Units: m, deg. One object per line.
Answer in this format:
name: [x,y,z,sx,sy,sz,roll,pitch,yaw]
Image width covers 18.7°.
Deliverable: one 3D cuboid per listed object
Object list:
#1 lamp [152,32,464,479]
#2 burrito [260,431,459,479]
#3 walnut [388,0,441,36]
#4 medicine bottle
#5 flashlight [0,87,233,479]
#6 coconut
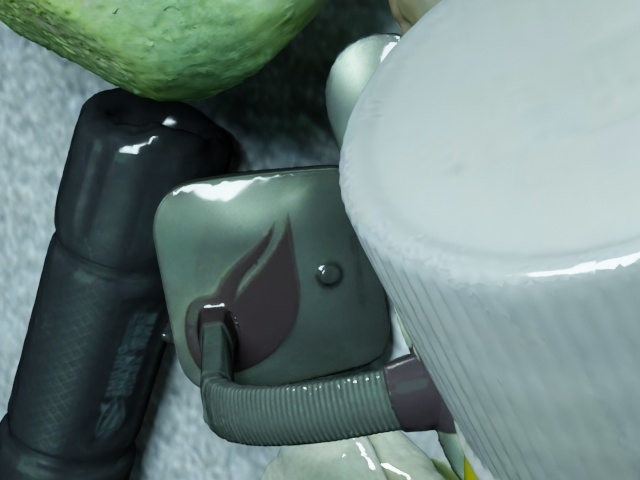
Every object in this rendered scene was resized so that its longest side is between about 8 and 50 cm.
lamp: [-0.006,0.002,0.883,0.283,0.124,0.203,-151,50,-71]
burrito: [0.129,0.218,0.948,0.392,0.076,0.117,38,116,21]
walnut: [0.132,-0.097,0.791,0.230,0.178,0.178,42,126,8]
medicine bottle: [0.167,0.083,0.686,0.224,0.224,0.384,1,135,38]
flashlight: [-0.140,0.104,1.116,0.103,0.103,0.424,35,122,25]
coconut: [-0.070,-0.191,0.902,0.204,0.236,0.236,38,135,-23]
